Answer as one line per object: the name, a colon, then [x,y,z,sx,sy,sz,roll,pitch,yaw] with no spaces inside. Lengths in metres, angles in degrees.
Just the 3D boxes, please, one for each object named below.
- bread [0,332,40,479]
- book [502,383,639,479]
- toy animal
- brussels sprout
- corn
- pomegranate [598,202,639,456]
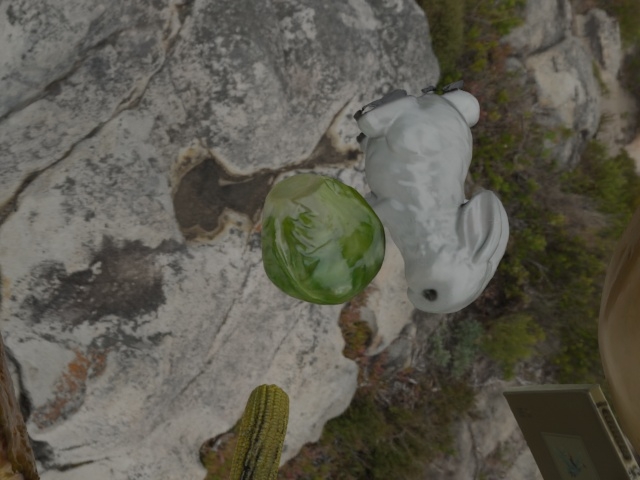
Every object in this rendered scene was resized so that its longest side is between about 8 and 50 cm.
bread: [-0.374,0.080,0.431,0.207,0.279,0.279,-21,137,-27]
book: [0.343,0.328,0.685,0.021,0.217,0.310,-19,78,-12]
toy animal: [0.191,-0.066,0.921,0.357,0.258,0.194,68,12,10]
brussels sprout: [0.001,0.002,0.634,0.155,0.155,0.117,60,20,-26]
corn: [-0.086,0.296,0.790,0.072,0.072,0.203,51,32,-32]
pomegranate: [0.389,0.078,0.354,0.411,0.411,0.411,-2,93,-43]
